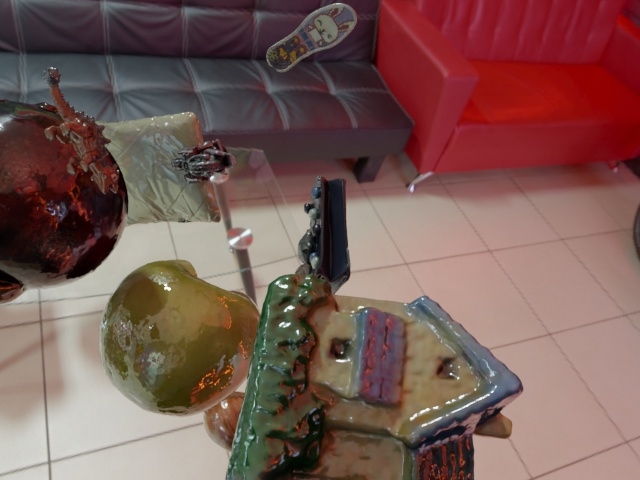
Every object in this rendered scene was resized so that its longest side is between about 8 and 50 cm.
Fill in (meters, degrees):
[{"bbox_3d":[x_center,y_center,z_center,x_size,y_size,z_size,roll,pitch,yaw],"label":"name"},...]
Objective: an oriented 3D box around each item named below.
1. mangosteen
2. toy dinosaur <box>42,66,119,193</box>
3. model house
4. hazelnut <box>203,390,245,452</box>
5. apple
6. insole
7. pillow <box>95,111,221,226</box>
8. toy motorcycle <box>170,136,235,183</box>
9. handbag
[{"bbox_3d":[-0.468,-0.036,0.803,0.306,0.306,0.359,25,86,5],"label":"mangosteen"},{"bbox_3d":[-0.273,-0.120,0.599,0.049,0.154,0.055,-1,28,38],"label":"toy dinosaur"},{"bbox_3d":[0.088,0.282,0.699,0.343,0.334,0.382,7,66,11],"label":"model house"},{"bbox_3d":[-0.264,0.580,1.664,0.214,0.176,0.214,30,25,-16],"label":"hazelnut"},{"bbox_3d":[-0.266,0.182,0.969,0.295,0.233,0.257,30,88,7],"label":"apple"},{"bbox_3d":[-0.021,-0.354,0.922,0.065,0.197,0.004,54,39,-24],"label":"insole"},{"bbox_3d":[-0.392,-0.167,1.276,0.281,0.274,0.076,-2,26,16],"label":"pillow"},{"bbox_3d":[-0.229,-0.160,1.081,0.122,0.082,0.213,-22,20,-23],"label":"toy motorcycle"},{"bbox_3d":[0.000,0.000,1.551,0.118,0.269,0.325,6,63,-11],"label":"handbag"}]
